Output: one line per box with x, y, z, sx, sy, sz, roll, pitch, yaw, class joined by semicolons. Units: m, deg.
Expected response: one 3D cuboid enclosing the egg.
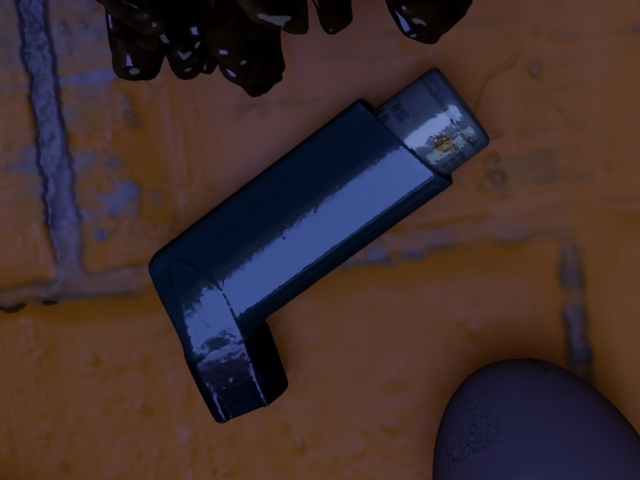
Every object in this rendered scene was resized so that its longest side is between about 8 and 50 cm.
0.148;0.170;1.136;0.146;0.146;0.198;-19;92;7;egg

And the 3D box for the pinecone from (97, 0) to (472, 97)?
-0.040;-0.260;0.965;0.398;0.398;0.397;1;100;4;pinecone

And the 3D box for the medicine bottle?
0.000;0.000;1.149;0.258;0.079;0.124;-39;92;9;medicine bottle
